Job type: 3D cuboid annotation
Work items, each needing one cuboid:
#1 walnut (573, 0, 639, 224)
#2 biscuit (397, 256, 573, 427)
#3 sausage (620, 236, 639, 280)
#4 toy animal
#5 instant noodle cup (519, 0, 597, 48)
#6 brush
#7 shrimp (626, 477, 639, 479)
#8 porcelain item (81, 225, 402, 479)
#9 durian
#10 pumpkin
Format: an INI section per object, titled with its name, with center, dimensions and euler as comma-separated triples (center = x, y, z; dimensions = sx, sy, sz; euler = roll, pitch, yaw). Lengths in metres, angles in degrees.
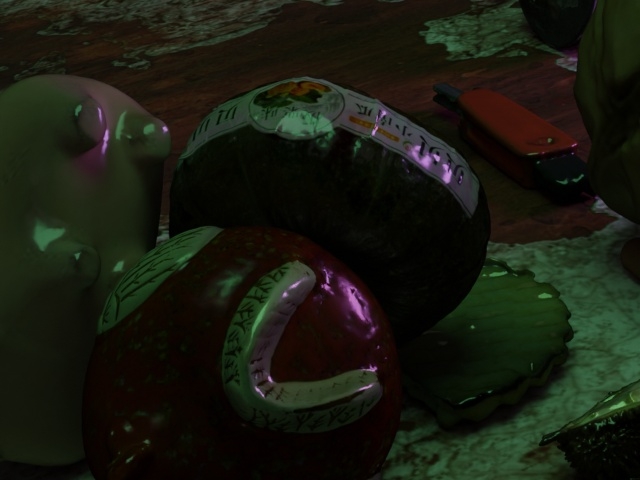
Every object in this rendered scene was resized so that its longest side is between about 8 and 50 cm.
[walnut]
center = 0.420, -0.130, 1.441
dimensions = 0.383, 0.384, 0.383
euler = -6, 26, 3
[biscuit]
center = 0.122, 0.073, 1.413
dimensions = 0.187, 0.036, 0.273
euler = -18, 28, -18
[sausage]
center = 0.302, 0.025, 1.464
dimensions = 0.034, 0.034, 0.083
euler = -16, 28, -15
[toy animal]
center = -0.240, 0.027, 1.314
dimensions = 0.237, 0.326, 0.269
euler = 22, -22, -32
[instant noodle cup]
center = 0.376, -0.361, 2.036
dimensions = 0.207, 0.217, 0.217
euler = -10, 26, -19
[brush]
center = 0.200, -0.119, 1.758
dimensions = 0.070, 0.051, 0.323
euler = -20, 29, -18
[shrimp]
center = 0.309, 0.174, 1.164
dimensions = 0.184, 0.043, 0.091
euler = -6, 18, -10
[porcelain item]
center = -0.070, 0.117, 1.139
dimensions = 0.253, 0.253, 0.253
euler = -6, 26, 3
[durian]
center = 0.229, 0.144, 1.196
dimensions = 0.140, 0.071, 0.110
euler = -22, -9, -18
[pumpkin]
center = -0.001, 0.002, 1.297
dimensions = 0.260, 0.260, 0.189
euler = 0, 42, 16
